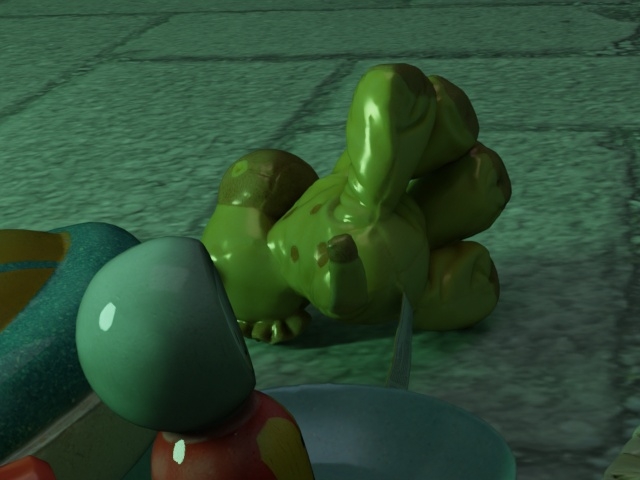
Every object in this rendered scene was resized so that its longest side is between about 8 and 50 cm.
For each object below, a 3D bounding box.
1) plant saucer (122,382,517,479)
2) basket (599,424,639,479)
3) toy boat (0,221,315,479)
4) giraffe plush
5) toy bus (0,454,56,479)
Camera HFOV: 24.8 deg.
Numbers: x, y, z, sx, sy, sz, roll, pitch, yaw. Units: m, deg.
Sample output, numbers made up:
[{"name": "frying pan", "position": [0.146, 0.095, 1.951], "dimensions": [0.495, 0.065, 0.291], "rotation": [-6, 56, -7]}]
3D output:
[{"name": "plant saucer", "position": [-0.006, 0.123, 0.680], "dimensions": [0.195, 0.037, 0.195], "rotation": [-2, 19, 1]}, {"name": "basket", "position": [0.172, 0.135, 0.509], "dimensions": [0.167, 0.103, 0.113], "rotation": [6, 20, 28]}, {"name": "toy boat", "position": [-0.127, 0.064, 0.605], "dimensions": [0.318, 0.148, 0.267], "rotation": [1, 31, 43]}, {"name": "giraffe plush", "position": [0.000, 0.000, 0.906], "dimensions": [0.170, 0.181, 0.210], "rotation": [-2, 51, 35]}, {"name": "toy bus", "position": [-0.172, 0.109, 0.393], "dimensions": [0.211, 0.149, 0.220], "rotation": [-26, 43, -16]}]
